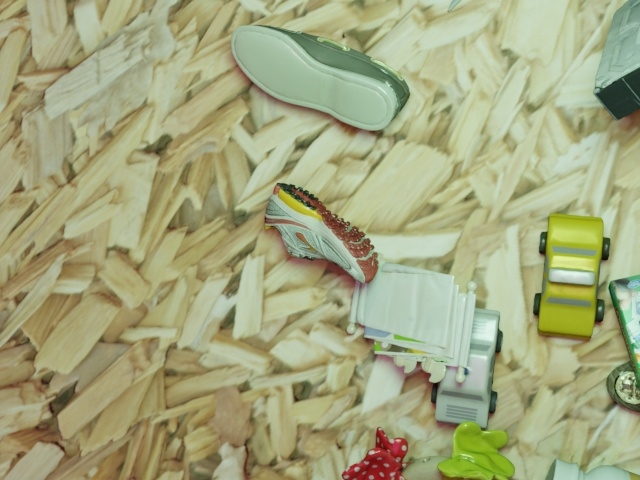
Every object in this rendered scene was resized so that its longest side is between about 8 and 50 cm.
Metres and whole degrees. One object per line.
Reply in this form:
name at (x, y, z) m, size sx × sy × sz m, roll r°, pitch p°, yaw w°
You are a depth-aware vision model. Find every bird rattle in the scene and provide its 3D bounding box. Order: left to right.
bird rattle at (0.169, 0.382, 1.198) m, size 0.254 × 0.143 × 0.206 m, roll -18°, pitch 96°, yaw 22°

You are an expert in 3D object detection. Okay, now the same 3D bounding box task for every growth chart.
growth chart at (0.135, 0.113, 1.235) m, size 0.237 × 0.021 × 0.171 m, roll 17°, pitch 96°, yaw 39°

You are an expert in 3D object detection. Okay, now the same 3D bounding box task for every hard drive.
hard drive at (0.517, -0.310, 1.019) m, size 0.064 × 0.237 × 0.339 m, roll 43°, pitch 139°, yaw -16°

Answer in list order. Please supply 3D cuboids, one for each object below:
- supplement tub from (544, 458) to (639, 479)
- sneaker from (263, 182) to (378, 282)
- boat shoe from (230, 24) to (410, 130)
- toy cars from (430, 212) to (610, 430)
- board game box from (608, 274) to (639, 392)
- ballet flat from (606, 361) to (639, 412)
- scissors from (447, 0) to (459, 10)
supplement tub at (0.440, 0.439, 1.074) m, size 0.316 × 0.228 × 0.228 m, roll 18°, pitch 93°, yaw 15°
sneaker at (0.000, 0.000, 1.289) m, size 0.225 × 0.088 × 0.092 m, roll 39°, pitch 111°, yaw 28°
boat shoe at (-0.002, -0.272, 1.295) m, size 0.305 × 0.091 × 0.109 m, roll 27°, pitch 132°, yaw 17°
toy cars at (0.293, 0.123, 1.200) m, size 0.394 × 0.087 × 0.176 m, roll -44°, pitch 77°, yaw 10°
board game box at (0.585, 0.123, 1.104) m, size 0.318 × 0.046 × 0.213 m, roll -13°, pitch 71°, yaw 10°
ballet flat at (0.539, 0.213, 1.144) m, size 0.250 × 0.058 × 0.084 m, roll 4°, pitch 90°, yaw 15°
scissors at (0.309, -0.474, 1.253) m, size 0.109 × 0.021 × 0.297 m, roll 29°, pitch 95°, yaw 15°
